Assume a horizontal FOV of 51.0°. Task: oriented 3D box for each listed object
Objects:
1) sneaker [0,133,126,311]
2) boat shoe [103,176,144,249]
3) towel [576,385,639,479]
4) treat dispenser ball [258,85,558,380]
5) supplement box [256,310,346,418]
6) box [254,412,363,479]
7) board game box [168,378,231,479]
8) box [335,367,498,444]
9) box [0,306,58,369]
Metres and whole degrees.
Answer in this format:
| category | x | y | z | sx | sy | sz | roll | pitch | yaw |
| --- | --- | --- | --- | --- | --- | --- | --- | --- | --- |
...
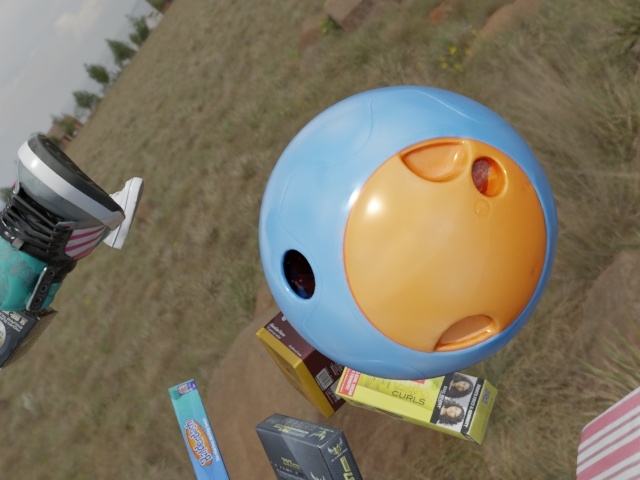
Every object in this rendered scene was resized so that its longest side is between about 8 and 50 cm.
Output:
| category | x | y | z | sx | sy | sz | roll | pitch | yaw |
| --- | --- | --- | --- | --- | --- | --- | --- | --- | --- |
| sneaker | -0.320 | -0.007 | 0.737 | 0.178 | 0.124 | 0.295 | -47 | 2 | -12 |
| boat shoe | -0.496 | -0.067 | 1.634 | 0.258 | 0.084 | 0.095 | 125 | 159 | -43 |
| towel | 0.299 | 0.242 | 0.657 | 0.144 | 0.029 | 0.197 | 116 | 179 | -50 |
| treat dispenser ball | 0.084 | -0.007 | 0.666 | 0.288 | 0.288 | 0.288 | -43 | 25 | 26 |
| supplement box | 0.015 | 0.201 | 1.317 | 0.194 | 0.191 | 0.129 | -42 | 44 | -16 |
| box | -0.012 | 0.418 | 1.215 | 0.059 | 0.183 | 0.233 | -27 | 11 | -33 |
| board game box | -0.182 | 0.351 | 1.081 | 0.047 | 0.160 | 0.210 | -20 | 57 | -13 |
| box | 0.140 | 0.228 | 1.009 | 0.232 | 0.058 | 0.087 | 8 | 66 | 40 |
| box | -0.447 | 0.076 | 0.863 | 0.077 | 0.180 | 0.147 | -55 | 10 | -9 |
